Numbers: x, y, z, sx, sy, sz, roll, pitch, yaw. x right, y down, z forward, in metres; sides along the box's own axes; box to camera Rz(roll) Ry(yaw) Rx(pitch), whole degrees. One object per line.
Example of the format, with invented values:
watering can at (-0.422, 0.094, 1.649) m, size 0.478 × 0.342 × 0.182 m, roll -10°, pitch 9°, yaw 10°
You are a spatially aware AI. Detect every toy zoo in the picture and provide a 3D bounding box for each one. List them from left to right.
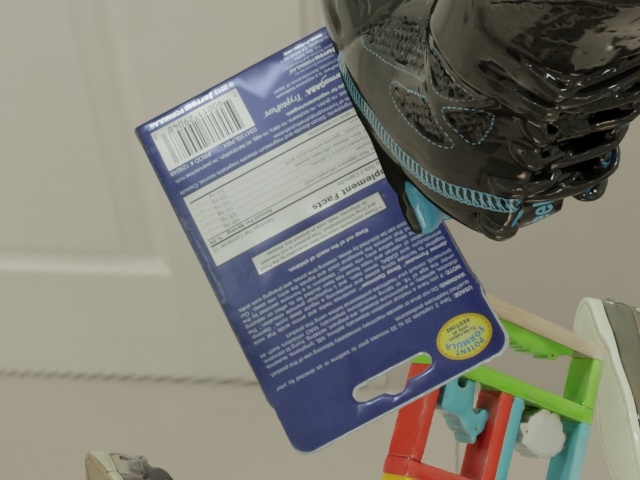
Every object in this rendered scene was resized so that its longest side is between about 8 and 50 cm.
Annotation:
toy zoo at (0.129, 0.198, 1.266) m, size 0.030 × 0.192 × 0.293 m, roll -1°, pitch 70°, yaw 52°

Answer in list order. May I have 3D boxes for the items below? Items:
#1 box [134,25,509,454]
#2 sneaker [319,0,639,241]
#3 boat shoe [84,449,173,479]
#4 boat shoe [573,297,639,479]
box at (0.000, 0.000, 0.903) m, size 0.136 × 0.036 × 0.225 m, roll -28°, pitch 68°, yaw 1°
sneaker at (0.097, -0.076, 0.619) m, size 0.125 × 0.341 × 0.140 m, roll -13°, pitch 92°, yaw -12°
boat shoe at (-0.211, 0.313, 1.884) m, size 0.092 × 0.103 × 0.285 m, roll -10°, pitch 13°, yaw -19°
boat shoe at (0.406, 0.201, 2.047) m, size 0.091 × 0.109 × 0.305 m, roll 3°, pitch 49°, yaw -13°
